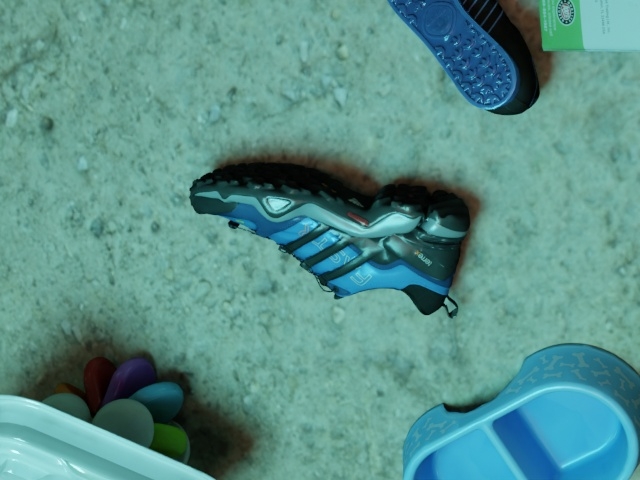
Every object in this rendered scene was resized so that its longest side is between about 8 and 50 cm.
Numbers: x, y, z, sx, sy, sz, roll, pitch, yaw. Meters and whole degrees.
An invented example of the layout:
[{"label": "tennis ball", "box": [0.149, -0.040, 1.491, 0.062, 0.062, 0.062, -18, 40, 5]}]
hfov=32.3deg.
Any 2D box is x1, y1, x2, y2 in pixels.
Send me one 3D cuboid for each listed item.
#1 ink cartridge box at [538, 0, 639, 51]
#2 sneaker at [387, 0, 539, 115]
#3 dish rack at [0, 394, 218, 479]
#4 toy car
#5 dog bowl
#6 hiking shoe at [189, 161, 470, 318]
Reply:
[{"label": "ink cartridge box", "box": [0.297, -0.247, 0.945, 0.219, 0.092, 0.160, 12, 117, 46]}, {"label": "sneaker", "box": [0.134, -0.218, 1.077, 0.081, 0.090, 0.232, -34, 73, 25]}, {"label": "dish rack", "box": [-0.287, 0.295, 1.251, 0.285, 0.072, 0.333, 28, 144, -17]}, {"label": "toy car", "box": [-0.238, 0.203, 1.302, 0.182, 0.159, 0.136, 2, 68, 21]}, {"label": "dog bowl", "box": [0.214, 0.231, 1.186, 0.297, 0.074, 0.166, -33, 94, 23]}, {"label": "hiking shoe", "box": [0.000, 0.000, 1.162, 0.304, 0.113, 0.132, 12, 109, 14]}]
